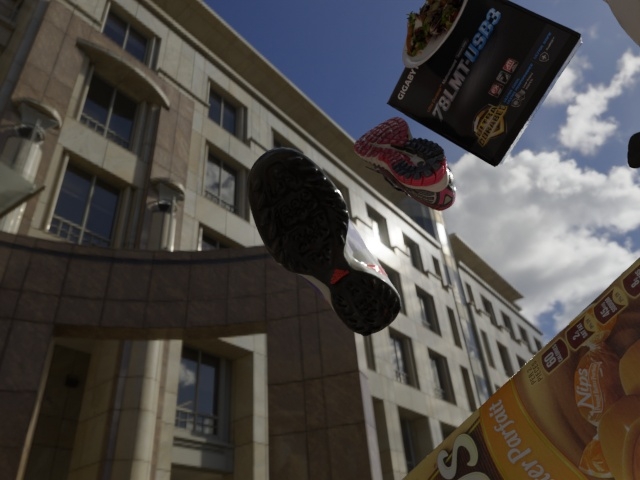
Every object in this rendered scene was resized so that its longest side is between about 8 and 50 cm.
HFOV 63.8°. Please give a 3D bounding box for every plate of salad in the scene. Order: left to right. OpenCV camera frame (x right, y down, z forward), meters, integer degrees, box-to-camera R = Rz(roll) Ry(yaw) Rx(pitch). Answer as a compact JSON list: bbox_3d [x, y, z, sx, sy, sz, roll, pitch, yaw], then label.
[{"bbox_3d":[0.212,-0.429,0.988,0.048,0.200,0.200,24,-43,-21],"label":"plate of salad"}]

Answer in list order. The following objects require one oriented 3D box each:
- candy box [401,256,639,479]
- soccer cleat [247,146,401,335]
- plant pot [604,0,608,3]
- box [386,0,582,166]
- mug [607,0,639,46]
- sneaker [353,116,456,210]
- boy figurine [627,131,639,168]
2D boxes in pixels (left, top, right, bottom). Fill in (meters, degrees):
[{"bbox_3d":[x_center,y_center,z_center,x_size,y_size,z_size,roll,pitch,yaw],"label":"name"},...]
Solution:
[{"bbox_3d":[0.166,0.181,0.328,0.087,0.183,0.316,25,-60,-15],"label":"candy box"},{"bbox_3d":[0.000,0.000,0.666,0.108,0.116,0.318,-36,-52,2],"label":"soccer cleat"},{"bbox_3d":[0.578,-0.507,0.981,0.109,0.109,0.096,-32,-18,-48],"label":"plant pot"},{"bbox_3d":[0.335,-0.356,1.098,0.073,0.293,0.295,-21,-37,-60],"label":"box"},{"bbox_3d":[0.448,-0.319,0.455,0.374,0.276,0.328,-41,-10,-15],"label":"mug"},{"bbox_3d":[0.162,-0.154,1.034,0.121,0.299,0.112,-35,-54,3],"label":"sneaker"},{"bbox_3d":[0.814,-0.170,1.094,0.285,0.092,0.177,10,-13,-12],"label":"boy figurine"}]
